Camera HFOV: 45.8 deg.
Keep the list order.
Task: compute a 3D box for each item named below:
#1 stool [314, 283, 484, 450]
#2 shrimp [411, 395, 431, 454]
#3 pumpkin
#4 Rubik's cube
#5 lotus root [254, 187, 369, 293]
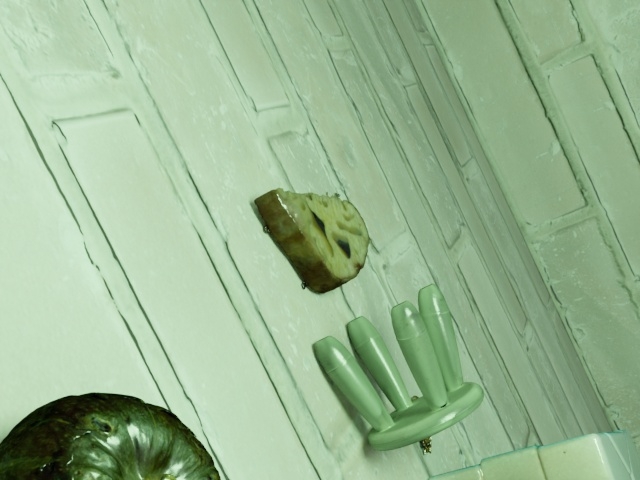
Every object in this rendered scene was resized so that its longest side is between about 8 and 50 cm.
[{"bbox_3d":[0.128,0.199,1.189,0.198,0.195,0.195,64,25,6],"label":"stool"},{"bbox_3d":[0.188,0.336,1.386,0.059,0.023,0.108,35,38,-62],"label":"shrimp"},{"bbox_3d":[-0.165,0.236,0.603,0.238,0.159,0.238,38,38,-38],"label":"pumpkin"},{"bbox_3d":[0.421,0.526,1.335,0.322,0.316,0.318,19,53,-56],"label":"Rubik's cube"},{"bbox_3d":[0.000,0.000,1.248,0.261,0.074,0.170,-5,76,-63],"label":"lotus root"}]
